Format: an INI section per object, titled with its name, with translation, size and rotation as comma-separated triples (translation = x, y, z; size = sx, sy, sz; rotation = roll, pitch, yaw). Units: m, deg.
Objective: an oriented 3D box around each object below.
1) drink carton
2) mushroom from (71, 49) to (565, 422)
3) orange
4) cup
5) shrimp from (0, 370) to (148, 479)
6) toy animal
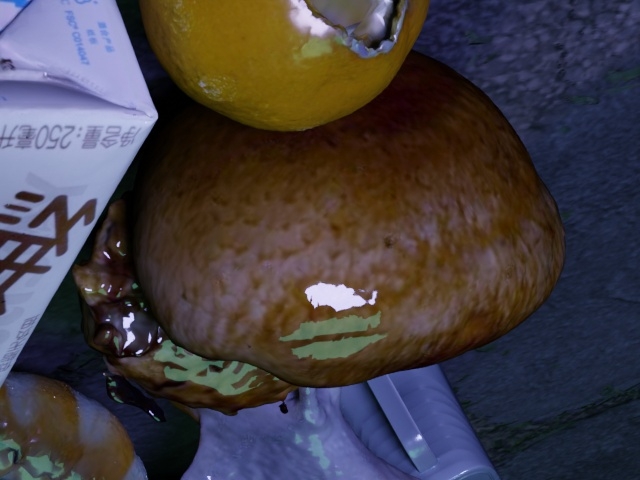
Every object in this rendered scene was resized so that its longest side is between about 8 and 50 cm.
[drink carton]
translation = -0.238, -0.020, 1.070
size = 0.194, 0.132, 0.324
rotation = -1, 147, -30
[mushroom]
translation = -0.009, -0.007, 1.138
size = 0.283, 0.263, 0.195
rotation = -26, 119, -6
[orange]
translation = -0.014, -0.130, 1.010
size = 0.156, 0.134, 0.157
rotation = -11, 108, -36
[cup]
translation = 0.072, 0.151, 1.565
size = 0.095, 0.129, 0.128
rotation = -30, 148, 0
[shrimp]
translation = -0.209, 0.194, 1.392
size = 0.185, 0.068, 0.287
rotation = -20, 118, -9
[toy animal]
translation = 0.011, 0.179, 1.432
size = 0.284, 0.225, 0.302
rotation = 6, 123, 17
